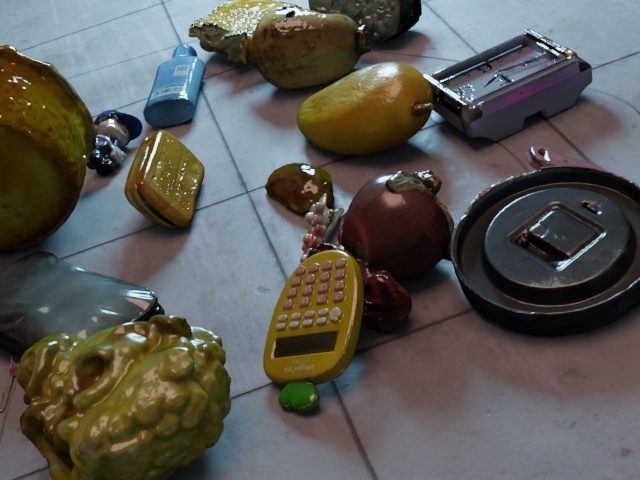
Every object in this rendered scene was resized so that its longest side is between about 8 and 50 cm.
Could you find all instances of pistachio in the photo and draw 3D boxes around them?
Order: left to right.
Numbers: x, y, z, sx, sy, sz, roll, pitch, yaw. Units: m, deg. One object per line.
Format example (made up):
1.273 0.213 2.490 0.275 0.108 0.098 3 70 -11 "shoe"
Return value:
-0.033 -0.097 1.895 0.089 0.049 0.173 -30 36 -21 "pistachio"

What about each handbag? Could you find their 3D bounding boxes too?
-0.401 0.103 1.741 0.332 0.075 0.191 17 44 35 "handbag"

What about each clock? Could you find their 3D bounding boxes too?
0.310 -0.261 1.954 0.253 0.083 0.186 -25 34 -12 "clock"
0.314 0.010 1.544 0.281 0.055 0.280 -10 43 10 "clock"

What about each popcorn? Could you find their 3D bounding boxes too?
-0.251 0.210 1.436 0.286 0.173 0.225 -7 42 16 "popcorn"

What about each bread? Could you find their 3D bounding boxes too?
-0.559 -0.150 1.926 0.398 0.398 0.215 -11 47 9 "bread"
-0.263 -0.099 1.952 0.077 0.116 0.200 -32 27 23 "bread"

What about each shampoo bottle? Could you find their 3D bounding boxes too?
-0.284 -0.315 2.315 0.104 0.061 0.258 -11 34 10 "shampoo bottle"

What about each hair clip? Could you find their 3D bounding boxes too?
-0.006 -0.003 1.739 0.056 0.062 0.214 29 37 -8 "hair clip"
0.352 -0.073 1.711 0.138 0.102 0.123 13 33 -14 "hair clip"

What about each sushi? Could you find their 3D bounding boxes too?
0.091 -0.480 2.307 0.225 0.124 0.127 23 29 24 "sushi"

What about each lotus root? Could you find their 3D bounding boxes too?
-0.035 -0.369 2.201 0.257 0.154 0.140 -7 28 8 "lotus root"

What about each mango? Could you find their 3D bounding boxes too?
0.073 -0.222 1.967 0.317 0.119 0.176 -1 51 45 "mango"

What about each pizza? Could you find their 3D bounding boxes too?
-0.143 -0.430 2.400 0.223 0.089 0.323 -28 33 -28 "pizza"

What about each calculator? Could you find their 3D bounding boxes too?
-0.008 0.117 1.525 0.146 0.032 0.234 -11 55 37 "calculator"

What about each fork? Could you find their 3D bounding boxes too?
-0.448 0.206 1.671 0.016 0.012 0.115 -15 38 10 "fork"

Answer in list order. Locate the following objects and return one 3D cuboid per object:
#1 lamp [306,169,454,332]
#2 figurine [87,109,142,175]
0.105 0.006 1.618 0.223 0.151 0.215 -59 36 7 "lamp"
-0.390 -0.182 2.167 0.087 0.086 0.149 -42 27 42 "figurine"
